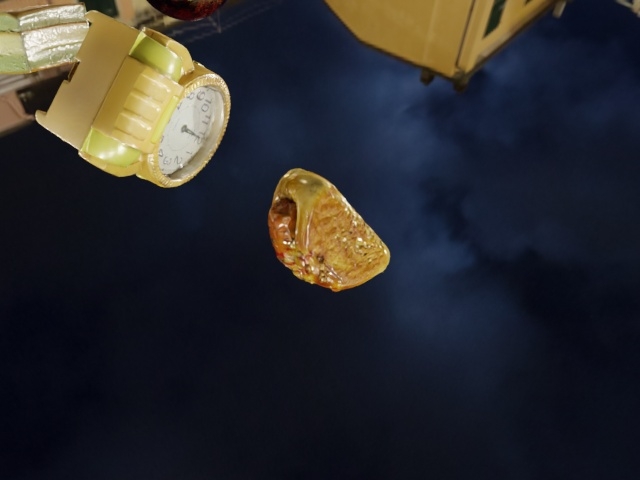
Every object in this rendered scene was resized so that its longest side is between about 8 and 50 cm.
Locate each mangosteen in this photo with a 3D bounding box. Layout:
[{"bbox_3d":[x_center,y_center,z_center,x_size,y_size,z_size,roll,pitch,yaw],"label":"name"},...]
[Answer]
[{"bbox_3d":[-0.312,-0.613,1.599,0.236,0.235,0.261,-29,-126,-19],"label":"mangosteen"}]

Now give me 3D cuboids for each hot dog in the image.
[{"bbox_3d":[0.000,0.000,1.320,0.153,0.256,0.150,-49,-144,-7],"label":"hot dog"}]

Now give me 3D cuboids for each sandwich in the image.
[{"bbox_3d":[-0.559,-0.393,1.410,0.144,0.117,0.187,8,-154,26],"label":"sandwich"}]

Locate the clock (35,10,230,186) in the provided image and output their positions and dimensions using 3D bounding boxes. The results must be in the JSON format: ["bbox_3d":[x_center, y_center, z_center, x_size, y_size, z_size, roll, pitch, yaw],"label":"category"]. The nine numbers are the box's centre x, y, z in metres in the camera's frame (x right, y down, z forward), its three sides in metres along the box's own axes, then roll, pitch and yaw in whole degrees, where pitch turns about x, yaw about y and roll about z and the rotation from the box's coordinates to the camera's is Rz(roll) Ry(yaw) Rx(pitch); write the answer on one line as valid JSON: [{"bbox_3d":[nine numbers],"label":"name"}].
[{"bbox_3d":[-0.296,-0.229,1.288,0.200,0.317,0.244,33,-84,20],"label":"clock"}]
